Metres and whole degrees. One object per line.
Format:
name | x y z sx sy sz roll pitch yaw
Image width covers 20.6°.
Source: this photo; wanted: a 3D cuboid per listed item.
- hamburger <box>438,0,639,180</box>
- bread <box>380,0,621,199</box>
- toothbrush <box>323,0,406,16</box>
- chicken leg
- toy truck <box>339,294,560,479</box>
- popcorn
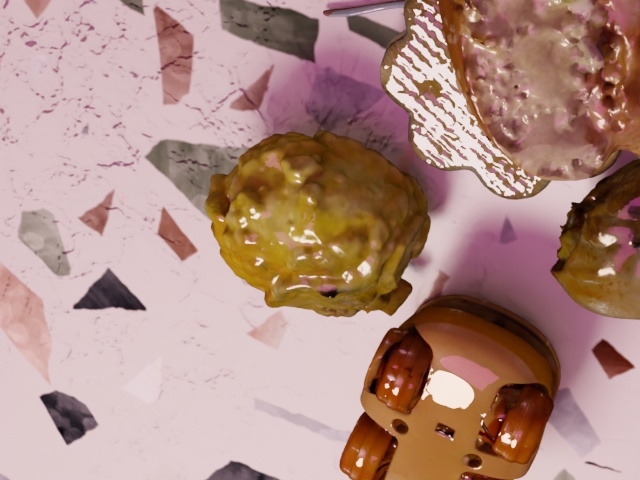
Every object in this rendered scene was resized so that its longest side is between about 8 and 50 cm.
hamburger | 0.234 -0.287 1.649 0.268 0.287 0.445 -9 111 0
bread | 0.175 -0.155 1.868 0.207 0.056 0.286 -36 102 33
toothbrush | 0.092 -0.250 1.884 0.193 0.013 0.019 -2 123 23
chicken leg | 0.438 -0.017 1.798 0.429 0.153 0.201 -12 123 19
toy truck | 0.150 0.192 1.972 0.204 0.211 0.288 24 126 9
popcorn | 0.000 0.000 1.944 0.233 0.192 0.266 -19 132 27
